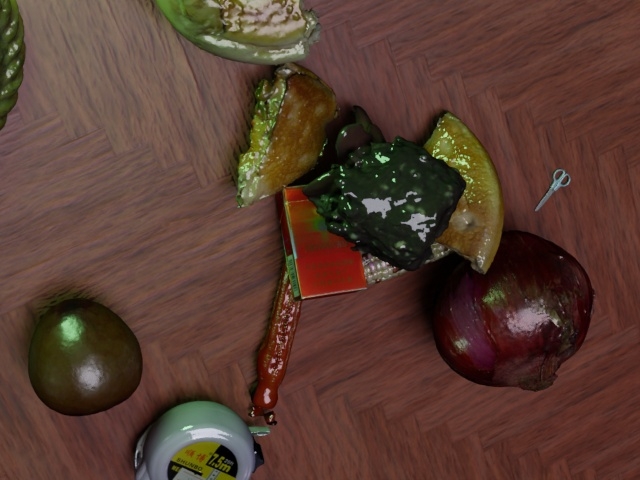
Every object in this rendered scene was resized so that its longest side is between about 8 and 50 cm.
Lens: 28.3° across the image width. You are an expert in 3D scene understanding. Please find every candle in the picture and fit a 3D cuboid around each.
[{"bbox_3d":[-0.063,0.138,2.020,0.051,0.048,0.329,-2,111,-44],"label":"candle"}]

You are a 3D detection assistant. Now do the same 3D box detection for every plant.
[{"bbox_3d":[0.090,-0.072,1.863,0.234,0.178,0.204,35,75,6],"label":"plant"}]

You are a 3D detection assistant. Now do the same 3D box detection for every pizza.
[{"bbox_3d":[0.214,-0.073,1.965,0.134,0.271,0.056,-26,157,11],"label":"pizza"},{"bbox_3d":[-0.057,-0.158,1.896,0.147,0.069,0.226,1,114,-45],"label":"pizza"}]

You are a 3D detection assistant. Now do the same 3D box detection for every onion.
[{"bbox_3d":[0.307,0.118,2.035,0.276,0.276,0.276,-8,113,-19],"label":"onion"}]

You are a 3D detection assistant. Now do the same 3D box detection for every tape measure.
[{"bbox_3d":[-0.188,0.339,2.016,0.196,0.105,0.178,32,107,-24],"label":"tape measure"}]

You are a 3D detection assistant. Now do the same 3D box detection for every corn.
[{"bbox_3d":[0.163,0.000,2.031,0.280,0.092,0.092,-26,118,-10],"label":"corn"}]

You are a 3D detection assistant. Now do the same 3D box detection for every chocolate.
[{"bbox_3d":[-0.344,0.166,1.852,0.176,0.177,0.177,-8,113,-19],"label":"chocolate"}]

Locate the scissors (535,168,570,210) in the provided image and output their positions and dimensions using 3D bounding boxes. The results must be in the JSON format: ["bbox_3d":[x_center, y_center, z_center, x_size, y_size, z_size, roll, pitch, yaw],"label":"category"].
[{"bbox_3d":[0.388,-0.083,2.141,0.036,0.006,0.083,36,94,-28],"label":"scissors"}]

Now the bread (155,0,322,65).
[{"bbox_3d":[-0.136,-0.362,1.719,0.192,0.171,0.314,-32,118,-5],"label":"bread"}]

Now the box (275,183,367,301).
[{"bbox_3d":[0.000,0.000,1.948,0.112,0.048,0.175,-7,84,-19],"label":"box"}]

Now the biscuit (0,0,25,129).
[{"bbox_3d":[-0.446,-0.237,1.651,0.187,0.036,0.274,-54,154,-37],"label":"biscuit"}]
